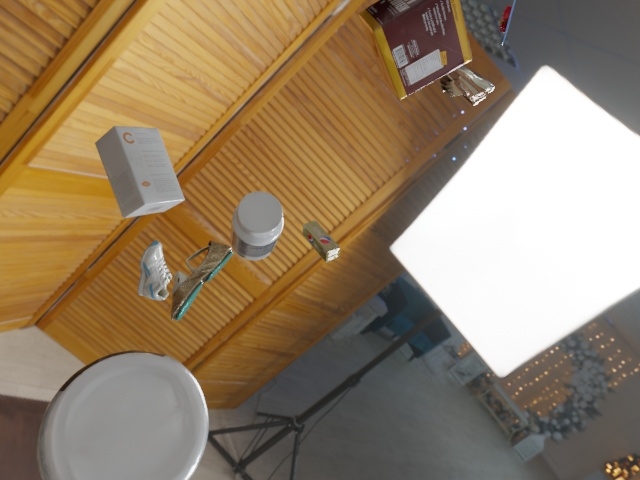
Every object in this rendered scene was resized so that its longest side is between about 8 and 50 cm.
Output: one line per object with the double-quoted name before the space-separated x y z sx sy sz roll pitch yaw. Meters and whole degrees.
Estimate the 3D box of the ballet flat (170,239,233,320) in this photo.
"ballet flat" -0.262 0.074 0.881 0.067 0.073 0.206 35 46 -3

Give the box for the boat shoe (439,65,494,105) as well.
"boat shoe" 0.508 -0.595 1.583 0.325 0.116 0.123 16 34 -27

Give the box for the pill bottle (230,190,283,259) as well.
"pill bottle" -0.264 -0.054 1.750 0.204 0.204 0.361 49 -21 4

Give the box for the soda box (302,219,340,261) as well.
"soda box" 0.000 0.000 1.668 0.181 0.061 0.058 49 -32 36

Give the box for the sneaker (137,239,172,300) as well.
"sneaker" -0.544 0.100 1.414 0.092 0.228 0.087 19 32 2

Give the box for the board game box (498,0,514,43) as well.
"board game box" 0.667 -0.799 1.532 0.033 0.133 0.168 17 -36 19

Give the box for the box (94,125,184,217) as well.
"box" -0.772 -0.295 1.820 0.215 0.168 0.345 -19 88 -57

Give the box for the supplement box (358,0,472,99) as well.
"supplement box" 0.226 -0.485 1.007 0.191 0.194 0.129 53 14 -44

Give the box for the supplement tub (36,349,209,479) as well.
"supplement tub" -0.318 0.307 0.660 0.207 0.338 0.207 15 56 -25
